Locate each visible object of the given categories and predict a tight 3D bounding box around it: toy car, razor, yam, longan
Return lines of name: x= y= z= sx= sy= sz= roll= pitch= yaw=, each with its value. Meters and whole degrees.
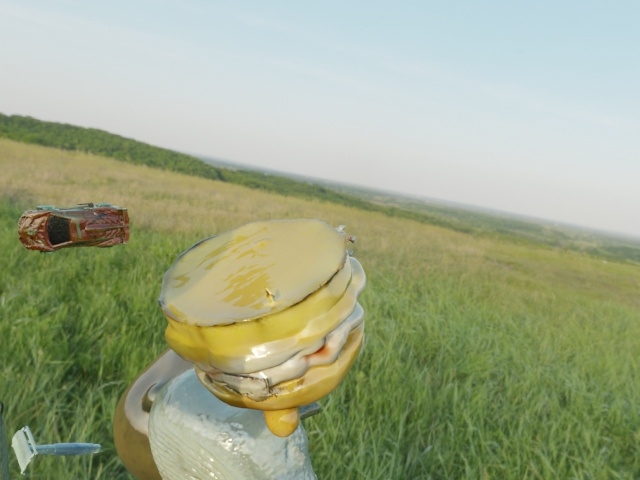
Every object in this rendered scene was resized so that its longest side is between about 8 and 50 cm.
toy car: x=-0.302 y=-0.016 z=0.584 sx=0.122 sy=0.059 sz=0.035 roll=-7 pitch=14 yaw=-44
razor: x=-0.424 y=0.342 z=0.775 sx=0.068 sy=0.040 sz=0.135 roll=35 pitch=3 yaw=38
yam: x=-0.045 y=0.477 z=1.317 sx=0.094 sy=0.043 sz=0.043 roll=-11 pitch=19 yaw=-35
longan: x=-0.292 y=0.400 z=1.109 sx=0.361 sy=0.360 sz=0.361 roll=11 pitch=8 yaw=-1

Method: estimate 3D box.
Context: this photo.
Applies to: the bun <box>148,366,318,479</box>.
bun: x=-0.141 y=0.376 z=0.828 sx=0.355 sy=0.354 sz=0.194 roll=15 pitch=34 yaw=32

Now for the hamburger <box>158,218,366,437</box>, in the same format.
hamburger: x=-0.062 y=0.118 z=0.651 sx=0.276 sy=0.236 sz=0.276 roll=-12 pitch=27 yaw=6

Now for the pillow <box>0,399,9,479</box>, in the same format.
pillow: x=-0.349 y=0.128 z=0.289 sx=0.303 sy=0.185 sz=0.075 roll=13 pitch=34 yaw=-9

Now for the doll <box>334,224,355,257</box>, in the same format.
doll: x=0.000 y=0.000 z=0.771 sx=0.114 sy=0.057 sz=0.039 roll=9 pitch=14 yaw=-3
